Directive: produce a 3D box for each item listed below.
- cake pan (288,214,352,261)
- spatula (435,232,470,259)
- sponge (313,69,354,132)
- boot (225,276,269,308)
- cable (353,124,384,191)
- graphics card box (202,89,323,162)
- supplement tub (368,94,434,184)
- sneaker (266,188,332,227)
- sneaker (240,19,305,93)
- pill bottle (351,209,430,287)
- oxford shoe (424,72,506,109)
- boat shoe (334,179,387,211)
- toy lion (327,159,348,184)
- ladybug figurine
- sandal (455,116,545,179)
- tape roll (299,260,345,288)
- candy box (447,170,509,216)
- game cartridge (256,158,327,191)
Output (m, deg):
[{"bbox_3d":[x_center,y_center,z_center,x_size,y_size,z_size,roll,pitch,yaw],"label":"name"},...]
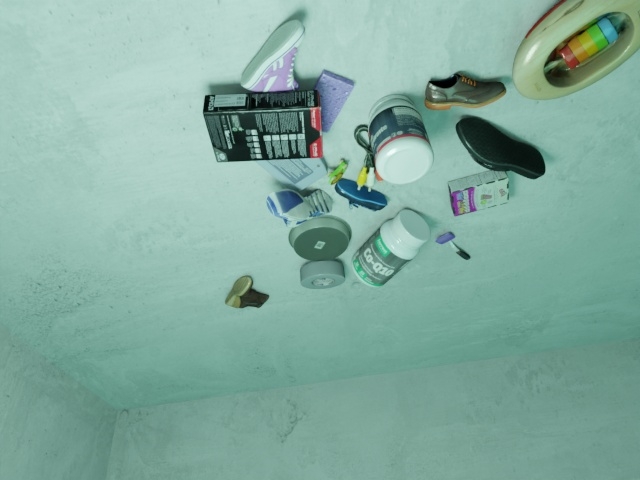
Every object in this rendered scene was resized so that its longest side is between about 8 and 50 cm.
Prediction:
[{"bbox_3d":[0.000,0.000,2.217,0.292,0.054,0.293,-3,141,-3],"label":"cake pan"},{"bbox_3d":[0.651,0.036,2.368,0.084,0.030,0.296,-30,136,28],"label":"spatula"},{"bbox_3d":[0.017,-0.466,1.659,0.117,0.031,0.210,13,138,-22],"label":"sponge"},{"bbox_3d":[-0.350,0.268,2.502,0.206,0.090,0.248,10,139,-38],"label":"boot"},{"bbox_3d":[0.198,-0.309,1.847,0.139,0.072,0.287,-12,141,-2],"label":"cable"},{"bbox_3d":[-0.180,-0.370,1.608,0.370,0.094,0.233,-4,147,0],"label":"graphics card box"},{"bbox_3d":[0.264,-0.343,1.652,0.190,0.273,0.191,-4,141,-3],"label":"supplement tub"},{"bbox_3d":[-0.110,-0.112,1.954,0.182,0.128,0.315,-28,166,37],"label":"sneaker"},{"bbox_3d":[-0.105,-0.543,1.504,0.161,0.102,0.282,21,145,-34],"label":"sneaker"},{"bbox_3d":[0.312,0.037,2.186,0.204,0.204,0.361,16,136,-25],"label":"pill bottle"},{"bbox_3d":[0.485,-0.503,1.629,0.271,0.097,0.099,-8,135,3],"label":"oxford shoe"},{"bbox_3d":[0.158,-0.164,1.996,0.258,0.109,0.089,22,137,-28],"label":"boat shoe"},{"bbox_3d":[0.068,-0.258,1.902,0.100,0.034,0.096,-45,166,5],"label":"toy lion"},{"bbox_3d":[0.785,-0.617,1.470,0.449,0.162,0.305,-31,135,28],"label":"ladybug figurine"},{"bbox_3d":[0.661,-0.319,1.835,0.445,0.168,0.107,17,153,-26],"label":"sandal"},{"bbox_3d":[0.009,0.169,2.370,0.218,0.073,0.219,-5,157,-2],"label":"tape roll"},{"bbox_3d":[0.659,-0.201,2.042,0.233,0.071,0.159,-14,140,10],"label":"candy box"},{"bbox_3d":[-0.114,-0.308,1.822,0.195,0.060,0.294,-25,138,27],"label":"game cartridge"}]
